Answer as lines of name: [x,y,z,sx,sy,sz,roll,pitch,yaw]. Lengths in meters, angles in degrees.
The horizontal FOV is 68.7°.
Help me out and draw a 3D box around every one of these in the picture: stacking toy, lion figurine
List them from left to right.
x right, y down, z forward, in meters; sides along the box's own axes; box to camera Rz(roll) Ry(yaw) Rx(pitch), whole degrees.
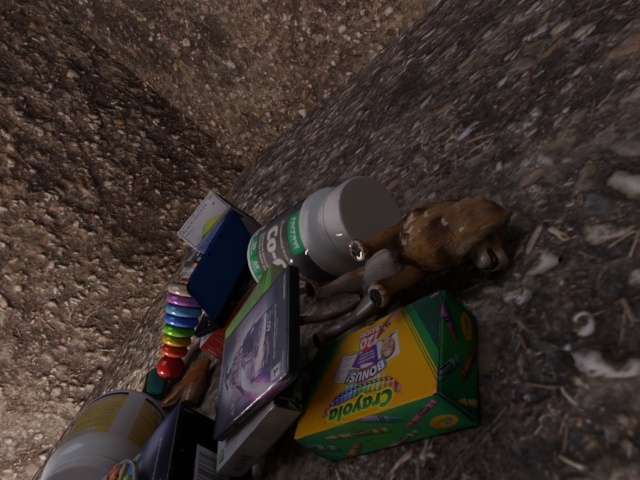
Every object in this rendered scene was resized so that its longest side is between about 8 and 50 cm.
stacking toy: [-0.483,0.316,1.612,0.141,0.141,0.330,-176,97,-67]
lion figurine: [0.120,0.052,0.797,0.240,0.142,0.392,-22,-8,-35]

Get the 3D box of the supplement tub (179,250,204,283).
supplement tub: [-0.404,0.088,1.822,0.193,0.193,0.316,-17,40,58]

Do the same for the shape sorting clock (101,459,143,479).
shape sorting clock: [-0.359,0.460,0.753,0.206,0.040,0.206,-43,22,23]

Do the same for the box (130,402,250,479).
box: [-0.279,0.513,0.818,0.294,0.183,0.296,-50,19,7]

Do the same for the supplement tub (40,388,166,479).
supplement tub: [-0.529,0.547,1.163,0.241,0.241,0.331,-51,11,2]

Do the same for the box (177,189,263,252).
box: [-0.300,-0.029,1.471,0.169,0.087,0.290,-51,-19,-2]

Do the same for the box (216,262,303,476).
box: [-0.119,0.232,0.882,0.232,0.058,0.322,-54,28,31]

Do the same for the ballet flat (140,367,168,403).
ballet flat: [-0.557,0.545,1.528,0.316,0.107,0.106,-104,35,-72]

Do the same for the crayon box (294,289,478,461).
crayon box: [0.092,0.205,0.685,0.278,0.081,0.165,-36,24,38]

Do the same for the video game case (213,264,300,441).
video game case: [-0.110,0.194,0.790,0.274,0.026,0.196,-48,31,37]

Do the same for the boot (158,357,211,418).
boot: [-0.401,0.438,1.388,0.197,0.073,0.152,-27,29,28]

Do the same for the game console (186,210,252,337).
game console: [-0.306,0.101,1.364,0.250,0.173,0.293,-29,29,46]

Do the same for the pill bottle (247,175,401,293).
pill bottle: [0.000,0.000,1.068,0.361,0.204,0.204,-28,30,50]

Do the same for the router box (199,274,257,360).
router box: [-0.248,0.170,1.497,0.301,0.082,0.335,-48,20,9]

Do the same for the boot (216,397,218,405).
boot: [-0.108,0.295,1.011,0.207,0.090,0.248,2,54,52]
